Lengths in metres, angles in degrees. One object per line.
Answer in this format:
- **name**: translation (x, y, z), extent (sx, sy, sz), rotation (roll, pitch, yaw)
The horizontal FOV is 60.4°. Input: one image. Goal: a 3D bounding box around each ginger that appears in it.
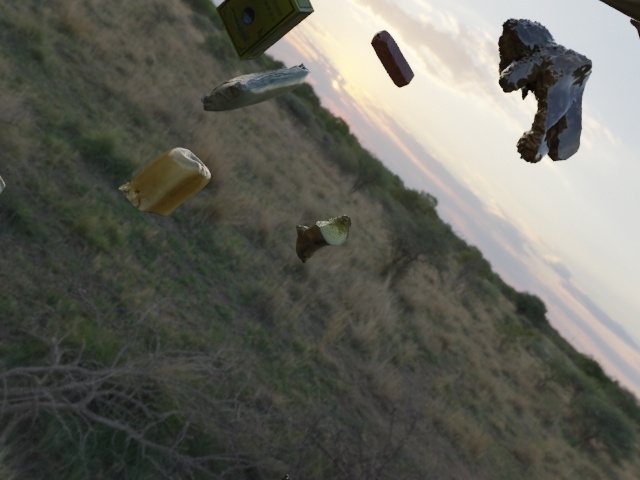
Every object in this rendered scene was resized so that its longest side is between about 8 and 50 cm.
- **ginger**: translation (-0.003, -0.005, 0.890), extent (0.057, 0.137, 0.044), rotation (24, 60, -28)

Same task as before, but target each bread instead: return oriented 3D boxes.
- **bread**: translation (-0.329, -0.130, 1.182), extent (0.085, 0.173, 0.134), rotation (59, 12, 17)

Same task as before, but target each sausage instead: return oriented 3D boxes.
- **sausage**: translation (0.181, -0.478, 1.428), extent (0.169, 0.065, 0.065), rotation (47, 5, -38)

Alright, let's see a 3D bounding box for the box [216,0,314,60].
- **box**: translation (-0.131, -0.530, 1.262), extent (0.064, 0.219, 0.141), rotation (-29, 96, -47)

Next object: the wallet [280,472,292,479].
- **wallet**: translation (-0.112, 0.418, 0.693), extent (0.039, 0.243, 0.133), rotation (55, -12, -18)

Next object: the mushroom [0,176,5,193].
- **mushroom**: translation (-0.640, -0.158, 0.993), extent (0.202, 0.054, 0.059), rotation (47, -35, -1)

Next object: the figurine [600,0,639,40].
- **figurine**: translation (0.506, -0.292, 0.659), extent (0.386, 0.166, 0.207), rotation (5, -12, 14)

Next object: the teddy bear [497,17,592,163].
- **teddy bear**: translation (0.482, -0.344, 1.258), extent (0.246, 0.296, 0.222), rotation (-8, 27, -37)

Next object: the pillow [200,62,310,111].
- **pillow**: translation (-0.115, -0.274, 0.985), extent (0.208, 0.119, 0.053), rotation (-34, 114, -47)
